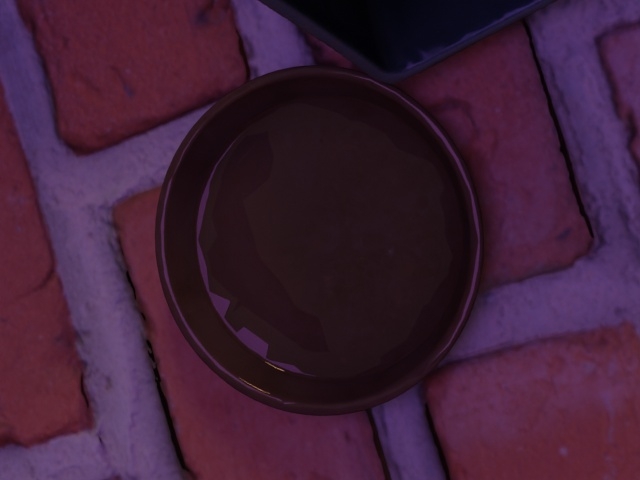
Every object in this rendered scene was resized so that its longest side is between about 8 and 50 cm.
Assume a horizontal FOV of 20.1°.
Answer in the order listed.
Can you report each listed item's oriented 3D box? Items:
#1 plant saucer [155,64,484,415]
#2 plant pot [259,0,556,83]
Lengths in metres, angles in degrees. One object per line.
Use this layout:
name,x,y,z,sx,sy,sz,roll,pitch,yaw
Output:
plant saucer,0.000,0.000,1.441,0.278,0.041,0.277,1,93,21
plant pot,0.063,-0.303,1.299,0.247,0.248,0.252,-27,66,20
